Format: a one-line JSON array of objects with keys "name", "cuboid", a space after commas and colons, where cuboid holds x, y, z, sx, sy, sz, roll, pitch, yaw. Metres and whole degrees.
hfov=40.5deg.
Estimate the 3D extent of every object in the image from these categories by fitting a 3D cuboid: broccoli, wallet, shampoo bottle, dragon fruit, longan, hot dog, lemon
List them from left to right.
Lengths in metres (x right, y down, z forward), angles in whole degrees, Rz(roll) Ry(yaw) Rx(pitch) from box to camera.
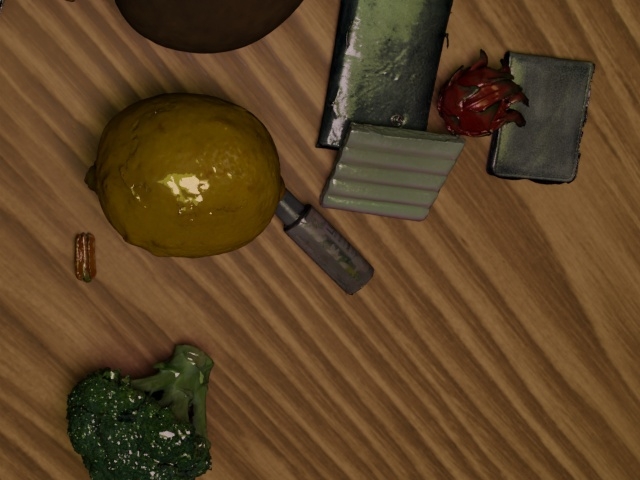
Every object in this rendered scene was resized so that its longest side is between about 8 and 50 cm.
[{"name": "hot dog", "cuboid": [-0.385, 0.028, 1.416, 0.037, 0.021, 0.083, -3, 104, -33]}, {"name": "broccoli", "cuboid": [-0.277, 0.289, 1.415, 0.270, 0.270, 0.270, 44, 63, -19]}, {"name": "lemon", "cuboid": [-0.194, -0.098, 1.303, 0.284, 0.260, 0.261, 16, 101, -1]}, {"name": "longan", "cuboid": [-0.135, -0.415, 1.216, 0.350, 0.288, 0.288, -35, 109, -9]}, {"name": "shampoo bottle", "cuboid": [0.000, 0.000, 1.465, 0.072, 0.072, 0.214, -44, 109, 2]}, {"name": "wallet", "cuboid": [0.113, -0.324, 1.410, 0.190, 0.046, 0.379, 6, 104, -12]}, {"name": "dragon fruit", "cuboid": [0.263, -0.231, 1.433, 0.142, 0.121, 0.130, -38, 132, 16]}, {"name": "wallet", "cuboid": [0.379, -0.209, 1.505, 0.167, 0.036, 0.222, 3, 103, -12]}]

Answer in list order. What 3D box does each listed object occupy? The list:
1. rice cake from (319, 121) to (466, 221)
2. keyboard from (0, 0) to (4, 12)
[{"name": "rice cake", "cuboid": [0.117, -0.111, 1.444, 0.198, 0.037, 0.189, 12, 125, -17]}, {"name": "keyboard", "cuboid": [-0.496, -0.385, 1.279, 0.072, 0.023, 0.231, 20, 100, -19]}]
